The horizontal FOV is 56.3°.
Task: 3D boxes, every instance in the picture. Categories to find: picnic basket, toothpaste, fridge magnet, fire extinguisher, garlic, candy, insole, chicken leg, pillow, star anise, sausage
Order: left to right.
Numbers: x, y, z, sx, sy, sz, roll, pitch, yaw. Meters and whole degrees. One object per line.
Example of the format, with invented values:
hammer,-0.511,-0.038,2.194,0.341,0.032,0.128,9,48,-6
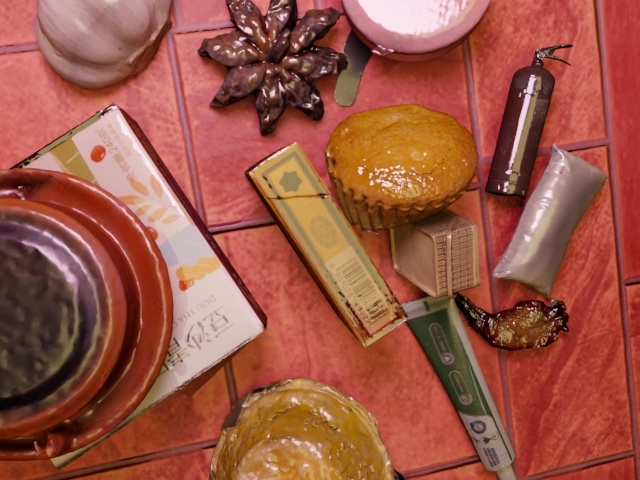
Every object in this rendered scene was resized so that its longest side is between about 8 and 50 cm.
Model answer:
fridge magnet,-0.365,0.090,0.733,0.363,0.155,0.364,0,88,-5
garlic,-0.318,-0.330,0.858,0.178,0.143,0.229,33,98,-13
sausage,-0.170,0.173,0.972,0.169,0.065,0.065,-42,101,-4
star anise,-0.070,-0.288,0.923,0.223,0.109,0.236,28,93,-7
insole,0.059,-0.297,0.993,0.053,0.002,0.153,14,93,-11
candy,0.144,-0.397,0.926,0.255,0.094,0.256,1,95,7
picnic basket,0.180,0.012,0.959,0.079,0.164,0.115,-14,114,-17
toothpaste,0.260,0.269,1.060,0.098,0.061,0.392,-22,100,22
chicken leg,0.324,0.140,1.063,0.253,0.051,0.106,11,91,-9
fire extinguisher,0.355,-0.204,1.016,0.089,0.072,0.268,14,94,11
pillow,0.404,-0.027,1.043,0.144,0.078,0.254,24,92,-33

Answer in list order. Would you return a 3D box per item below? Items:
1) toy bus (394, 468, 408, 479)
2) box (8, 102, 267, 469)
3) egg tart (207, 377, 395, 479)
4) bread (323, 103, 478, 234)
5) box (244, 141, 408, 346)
toy bus,0.078,0.482,1.034,0.201,0.098,0.114,-40,99,-1
box,-0.325,0.061,0.876,0.344,0.122,0.385,-34,92,-4
egg tart,-0.040,0.390,0.940,0.341,0.132,0.342,-1,83,11
bread,0.124,-0.114,0.925,0.239,0.240,0.139,-14,133,-8
box,0.000,0.000,0.918,0.084,0.193,0.302,-34,100,-5
